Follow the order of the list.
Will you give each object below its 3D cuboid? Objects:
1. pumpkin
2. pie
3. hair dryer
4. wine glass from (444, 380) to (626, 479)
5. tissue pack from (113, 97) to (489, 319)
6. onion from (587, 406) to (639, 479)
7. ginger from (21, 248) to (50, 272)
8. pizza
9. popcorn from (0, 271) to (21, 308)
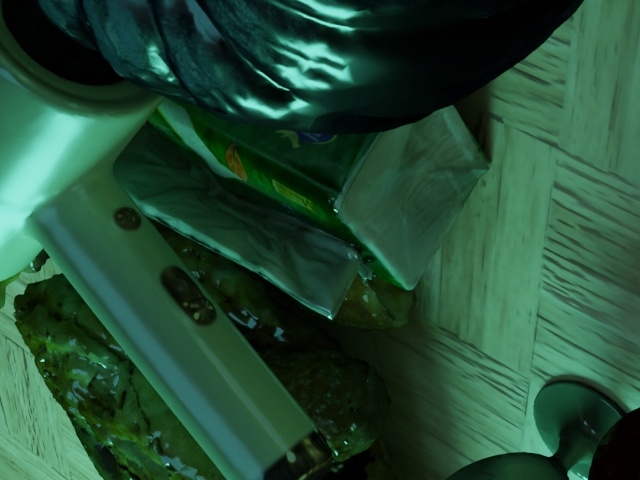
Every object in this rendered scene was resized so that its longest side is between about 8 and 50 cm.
[{"bbox_3d":[-0.016,-0.219,0.626,0.363,0.266,0.363,27,140,26],"label":"pumpkin"},{"bbox_3d":[-0.084,0.180,1.134,0.395,0.180,0.418,32,152,32],"label":"pie"},{"bbox_3d":[-0.107,0.020,0.790,0.362,0.128,0.203,50,132,4],"label":"hair dryer"},{"bbox_3d":[0.117,0.181,0.878,0.093,0.202,0.093,32,142,29],"label":"wine glass"},{"bbox_3d":[-0.032,-0.056,0.852,0.209,0.156,0.148,31,176,28],"label":"tissue pack"},{"bbox_3d":[0.214,0.155,0.828,0.118,0.118,0.117,3,118,49],"label":"onion"},{"bbox_3d":[-0.282,-0.069,1.141,0.216,0.157,0.102,44,146,-2],"label":"ginger"},{"bbox_3d":[0.000,0.000,0.993,0.175,0.046,0.134,32,143,28],"label":"pizza"},{"bbox_3d":[-0.369,-0.015,1.292,0.237,0.206,0.251,-8,126,37],"label":"popcorn"}]
